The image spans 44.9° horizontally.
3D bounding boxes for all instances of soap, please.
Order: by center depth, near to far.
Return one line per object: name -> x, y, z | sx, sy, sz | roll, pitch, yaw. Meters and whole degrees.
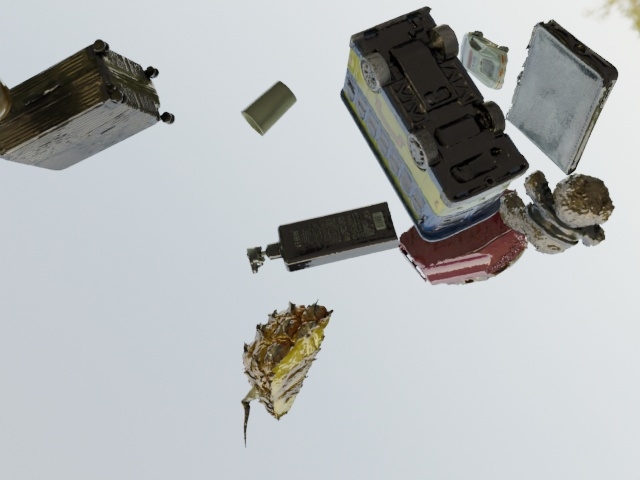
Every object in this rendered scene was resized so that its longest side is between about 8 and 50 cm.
soap -> 0.320, 0.001, 1.764 | 0.112, 0.289, 0.182 | 56, -151, -46

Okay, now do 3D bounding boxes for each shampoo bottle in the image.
shampoo bottle -> 0.000, -0.001, 1.602 | 0.309, 0.071, 0.098 | -12, -117, -1

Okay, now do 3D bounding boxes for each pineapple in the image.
pineapple -> -0.117, 0.263, 1.684 | 0.161, 0.335, 0.158 | 36, -144, 21

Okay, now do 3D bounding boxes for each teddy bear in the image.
teddy bear -> 0.434, -0.038, 1.427 | 0.181, 0.251, 0.129 | 25, -112, -8

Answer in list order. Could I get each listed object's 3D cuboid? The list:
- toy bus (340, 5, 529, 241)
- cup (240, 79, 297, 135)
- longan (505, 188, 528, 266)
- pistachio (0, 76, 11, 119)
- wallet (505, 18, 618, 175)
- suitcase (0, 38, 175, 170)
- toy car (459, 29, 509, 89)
toy bus -> 0.153, -0.163, 1.102 | 0.138, 0.175, 0.288 | -24, -107, -13
cup -> -0.084, -0.218, 1.288 | 0.083, 0.075, 0.054 | -44, -95, -8
longan -> 0.435, -0.039, 2.018 | 0.248, 0.248, 0.248 | 25, -133, -30
pistachio -> -0.714, -0.293, 1.510 | 0.237, 0.138, 0.153 | 26, -122, 13
wallet -> 0.390, -0.233, 1.269 | 0.036, 0.222, 0.167 | -25, -124, -22
suitcase -> -0.531, -0.281, 1.706 | 0.229, 0.335, 0.152 | 12, -123, -70
toy car -> 0.363, -0.410, 1.752 | 0.056, 0.095, 0.205 | -7, -147, -18
